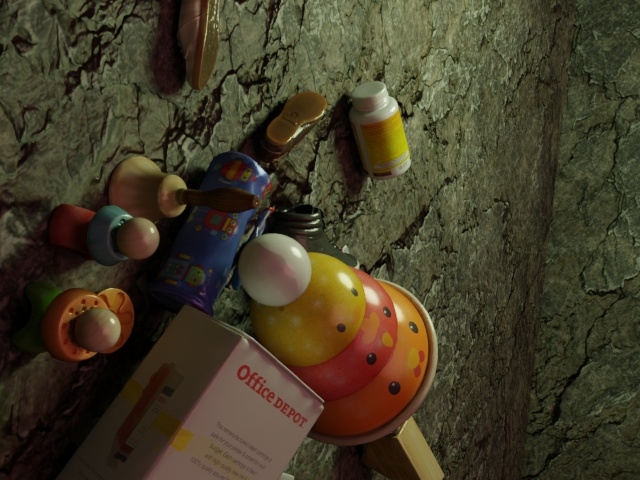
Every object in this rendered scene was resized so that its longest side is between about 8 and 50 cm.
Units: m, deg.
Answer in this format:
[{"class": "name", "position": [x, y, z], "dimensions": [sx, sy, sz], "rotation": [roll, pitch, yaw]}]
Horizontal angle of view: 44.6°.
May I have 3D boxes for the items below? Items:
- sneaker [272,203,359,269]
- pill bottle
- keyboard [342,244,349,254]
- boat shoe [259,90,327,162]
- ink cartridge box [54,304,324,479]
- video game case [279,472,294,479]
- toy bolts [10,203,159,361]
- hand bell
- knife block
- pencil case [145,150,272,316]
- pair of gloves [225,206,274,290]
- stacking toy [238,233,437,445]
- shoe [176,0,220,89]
[{"class": "sneaker", "position": [0.000, 0.000, 1.651], "dimensions": [0.296, 0.105, 0.146], "rotation": [3, 96, -54]}, {"class": "pill bottle", "position": [0.136, -0.257, 1.828], "dimensions": [0.117, 0.117, 0.214], "rotation": [-53, 136, -41]}, {"class": "keyboard", "position": [0.079, 0.132, 1.891], "dimensions": [0.072, 0.014, 0.255], "rotation": [-58, 140, -44]}, {"class": "boat shoe", "position": [-0.060, -0.230, 1.572], "dimensions": [0.207, 0.073, 0.073], "rotation": [-46, 169, -42]}, {"class": "ink cartridge box", "position": [-0.204, 0.337, 1.223], "dimensions": [0.384, 0.160, 0.279], "rotation": [-55, 138, -15]}, {"class": "video game case", "position": [-0.132, 0.565, 1.592], "dimensions": [0.183, 0.023, 0.201], "rotation": [41, 61, -53]}, {"class": "toy bolts", "position": [-0.298, 0.067, 1.127], "dimensions": [0.218, 0.159, 0.228], "rotation": [25, 73, -57]}, {"class": "hand bell", "position": [-0.195, -0.067, 1.198], "dimensions": [0.126, 0.242, 0.126], "rotation": [-10, 102, -57]}, {"class": "knife block", "position": [0.199, 0.488, 1.922], "dimensions": [0.088, 0.276, 0.242], "rotation": [-49, 163, -44]}, {"class": "pencil case", "position": [-0.186, -0.007, 1.342], "dimensions": [0.306, 0.119, 0.133], "rotation": [-68, -171, -28]}, {"class": "pair of gloves", "position": [-0.130, 0.019, 1.421], "dimensions": [0.159, 0.023, 0.198], "rotation": [-65, -174, -11]}, {"class": "stacking toy", "position": [-0.013, 0.142, 1.392], "dimensions": [0.480, 0.351, 0.350], "rotation": [51, 52, -53]}, {"class": "shoe", "position": [-0.209, -0.366, 1.326], "dimensions": [0.076, 0.058, 0.218], "rotation": [-7, 105, -78]}]
